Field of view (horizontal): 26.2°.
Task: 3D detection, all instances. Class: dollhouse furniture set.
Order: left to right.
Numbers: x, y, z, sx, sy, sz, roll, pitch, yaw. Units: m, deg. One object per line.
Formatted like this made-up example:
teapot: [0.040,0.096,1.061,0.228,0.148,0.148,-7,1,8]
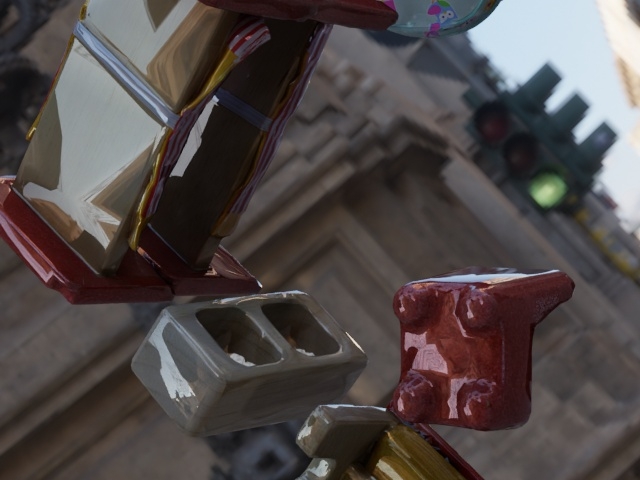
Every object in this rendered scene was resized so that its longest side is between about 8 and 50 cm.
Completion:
dollhouse furniture set: [0.000,0.000,0.711,0.152,0.374,0.201,-3,-51,-52]

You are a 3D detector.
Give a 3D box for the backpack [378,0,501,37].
backpack: [0.071,-0.227,0.908,0.115,0.152,0.182,-42,-46,-56]
